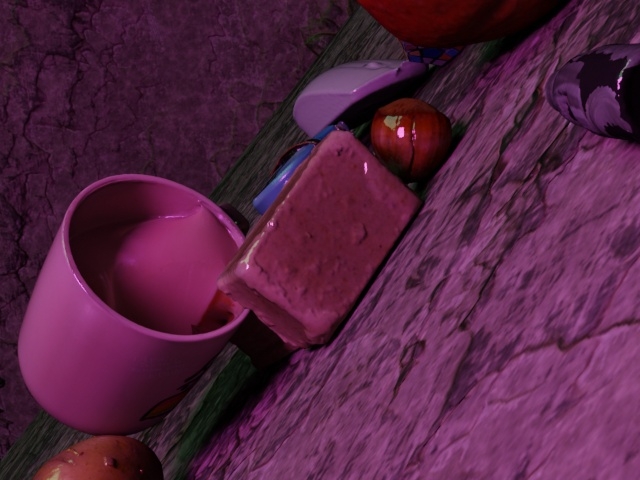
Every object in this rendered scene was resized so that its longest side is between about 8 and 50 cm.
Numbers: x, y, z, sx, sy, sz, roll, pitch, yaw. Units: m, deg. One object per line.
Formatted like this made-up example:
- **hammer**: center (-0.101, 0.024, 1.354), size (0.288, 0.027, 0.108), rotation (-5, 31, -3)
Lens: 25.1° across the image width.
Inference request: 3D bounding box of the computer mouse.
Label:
- **computer mouse**: center (0.042, -0.192, 1.830), size (0.128, 0.079, 0.231), rotation (-27, 0, -29)

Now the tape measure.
- **tape measure**: center (-0.024, -0.073, 1.796), size (0.146, 0.081, 0.125), rotation (-42, 6, 48)

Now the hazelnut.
- **hazelnut**: center (0.085, -0.095, 1.375), size (0.086, 0.086, 0.086), rotation (-51, 9, 11)

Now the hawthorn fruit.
- **hawthorn fruit**: center (0.144, -0.310, 1.400), size (0.258, 0.258, 0.262), rotation (-56, -18, -24)

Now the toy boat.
- **toy boat**: center (-0.043, 0.063, 1.434), size (0.116, 0.061, 0.188), rotation (-59, 11, -27)

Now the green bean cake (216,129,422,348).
- **green bean cake**: center (0.000, 0.000, 1.307), size (0.179, 0.109, 0.085), rotation (-56, 9, -22)

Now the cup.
- **cup**: center (-0.169, 0.058, 1.406), size (0.253, 0.191, 0.200), rotation (-41, -11, -46)

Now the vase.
- **vase**: center (0.183, -0.096, 0.916), size (0.060, 0.060, 0.211), rotation (-52, 10, 1)

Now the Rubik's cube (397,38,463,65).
- **Rubik's cube**: center (0.133, -0.262, 1.704), size (0.111, 0.111, 0.093), rotation (-48, -18, 23)

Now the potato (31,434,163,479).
- **potato**: center (-0.213, 0.254, 1.341), size (0.137, 0.137, 0.176), rotation (-50, 6, 15)
